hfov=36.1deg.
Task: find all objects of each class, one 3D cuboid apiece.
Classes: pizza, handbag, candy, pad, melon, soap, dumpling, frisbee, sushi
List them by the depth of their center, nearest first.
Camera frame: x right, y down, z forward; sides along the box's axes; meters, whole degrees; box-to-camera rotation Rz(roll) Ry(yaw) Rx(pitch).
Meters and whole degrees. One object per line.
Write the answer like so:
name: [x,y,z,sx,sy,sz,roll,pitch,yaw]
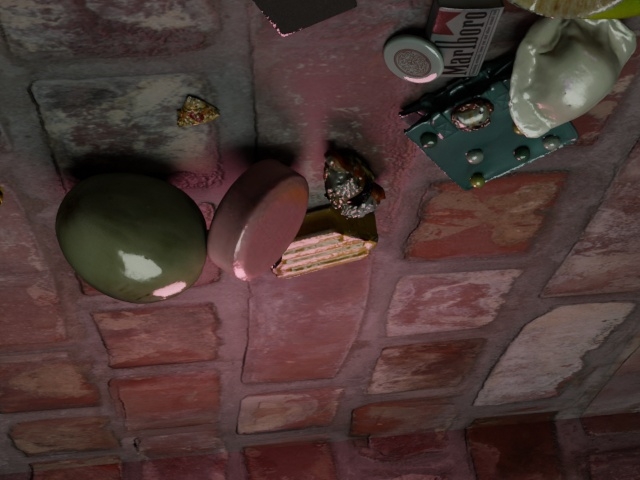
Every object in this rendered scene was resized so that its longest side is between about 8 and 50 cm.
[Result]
pad: [-0.045,-0.401,1.529,0.142,0.003,0.211,-18,149,18]
dumpling: [0.412,-0.300,1.683,0.252,0.131,0.179,-44,118,13]
frisbee: [0.159,-0.309,1.685,0.110,0.014,0.110,16,149,10]
pizza: [-0.228,-0.229,1.766,0.083,0.025,0.078,-12,153,9]
handbag: [0.325,-0.210,1.862,0.268,0.100,0.274,-23,148,27]
melon: [-0.358,-0.005,1.902,0.307,0.272,0.272,23,143,-13]
candy: [-0.121,-0.036,1.936,0.094,0.255,0.255,31,158,19]
sushi: [0.053,-0.110,1.978,0.097,0.103,0.226,-3,153,27]
soap: [0.000,0.000,2.173,0.257,0.080,0.160,-15,151,12]

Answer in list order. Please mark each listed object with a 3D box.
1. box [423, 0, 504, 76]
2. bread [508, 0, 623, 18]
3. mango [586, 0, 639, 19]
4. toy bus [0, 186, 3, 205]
box: [0.234,-0.344,1.667,0.115,0.036,0.177,-2,151,-8]
bread: [0.348,-0.442,1.399,0.266,0.040,0.267,11,128,15]
mango: [0.442,-0.415,1.495,0.293,0.143,0.175,-5,150,14]
toy bus: [-0.724,-0.084,1.776,0.331,0.151,0.145,-22,142,27]
